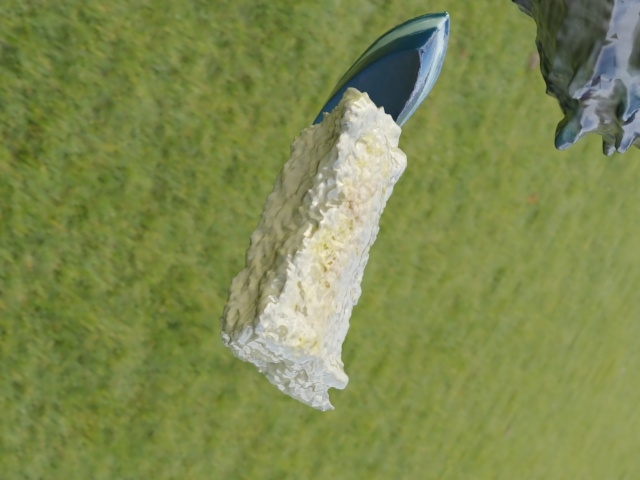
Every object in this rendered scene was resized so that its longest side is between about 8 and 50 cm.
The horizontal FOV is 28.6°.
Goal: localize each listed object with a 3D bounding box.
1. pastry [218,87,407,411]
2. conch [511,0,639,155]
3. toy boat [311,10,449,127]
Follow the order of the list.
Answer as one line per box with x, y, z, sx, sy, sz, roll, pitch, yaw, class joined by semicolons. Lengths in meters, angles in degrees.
-0.003;-0.001;1.035;0.121;0.089;0.258;46;53;-52;pastry
0.198;-0.167;0.631;0.240;0.186;0.313;-33;127;-42;conch
0.068;-0.173;1.502;0.062;0.096;0.299;-51;-177;-39;toy boat
